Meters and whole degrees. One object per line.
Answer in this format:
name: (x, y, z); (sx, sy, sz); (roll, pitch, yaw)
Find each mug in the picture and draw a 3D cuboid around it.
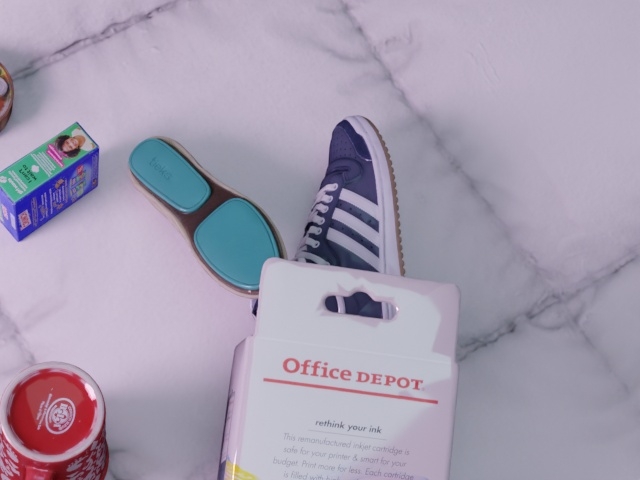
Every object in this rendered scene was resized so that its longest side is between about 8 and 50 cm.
mug: (-0.240, 0.195, 1.240); (0.113, 0.169, 0.150); (-14, 70, -18)

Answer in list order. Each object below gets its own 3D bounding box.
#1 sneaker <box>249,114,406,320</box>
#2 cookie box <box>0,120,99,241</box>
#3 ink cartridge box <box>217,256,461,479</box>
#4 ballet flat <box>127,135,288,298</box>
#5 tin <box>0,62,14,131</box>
sneaker: (0.000, 0.000, 1.414); (0.153, 0.099, 0.282); (-2, 71, -15)
cookie box: (-0.279, -0.059, 1.383); (0.107, 0.092, 0.040); (-38, 77, -24)
ink cartridge box: (0.011, 0.207, 1.278); (0.207, 0.119, 0.353); (9, 79, -9)
ballet flat: (-0.106, -0.017, 1.380); (0.086, 0.086, 0.248); (-28, 55, -21)
tin: (-0.417, -0.142, 1.421); (0.189, 0.040, 0.106); (-13, 75, -17)
